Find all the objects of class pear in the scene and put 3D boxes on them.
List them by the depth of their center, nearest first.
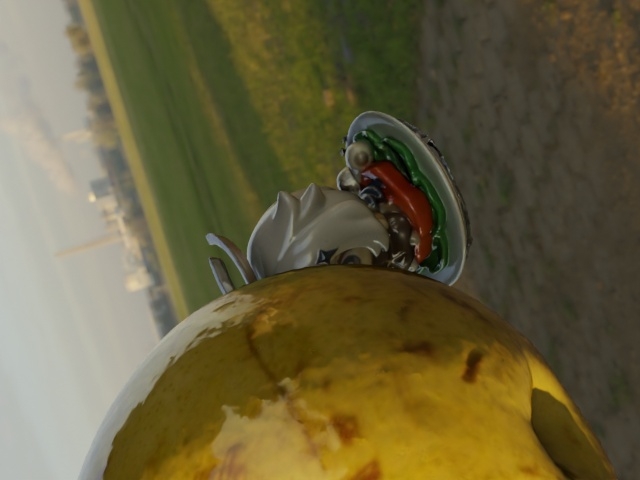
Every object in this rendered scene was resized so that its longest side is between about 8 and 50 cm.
[{"bbox_3d":[0.011,0.149,0.621,0.281,0.280,0.281,163,90,-83],"label":"pear"}]

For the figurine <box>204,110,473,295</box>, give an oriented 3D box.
[{"bbox_3d":[0.000,0.000,0.804,0.132,0.153,0.132,46,152,34],"label":"figurine"}]
